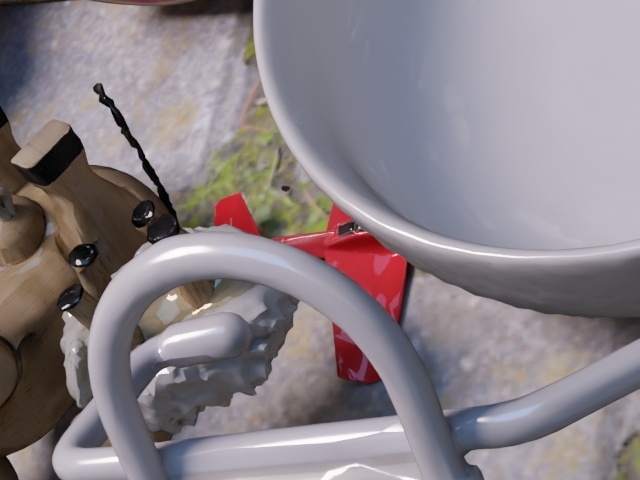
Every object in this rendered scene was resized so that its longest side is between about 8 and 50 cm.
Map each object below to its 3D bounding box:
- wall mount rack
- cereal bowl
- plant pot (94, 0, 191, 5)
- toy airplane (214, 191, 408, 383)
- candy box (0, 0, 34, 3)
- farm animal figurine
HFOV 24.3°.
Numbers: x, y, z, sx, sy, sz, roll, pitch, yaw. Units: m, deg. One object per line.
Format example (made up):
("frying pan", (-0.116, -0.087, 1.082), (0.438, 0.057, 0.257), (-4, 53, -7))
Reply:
("wall mount rack", (0.085, 0.119, 0.493), (0.304, 0.350, 0.130), (-10, 24, 28))
("cereal bowl", (0.145, -0.112, 0.655), (0.339, 0.141, 0.339), (-14, 56, 22))
("plant pot", (-0.111, -0.236, 0.826), (0.201, 0.201, 0.180), (2, 80, 32))
("toy airplane", (0.000, 0.000, 0.748), (0.151, 0.028, 0.151), (-14, 58, 23))
("candy box", (-0.149, -0.205, 0.957), (0.206, 0.027, 0.105), (1, 66, 30))
("farm animal figurine", (-0.195, 0.070, 0.744), (0.327, 0.172, 0.330), (-40, 41, -8))
